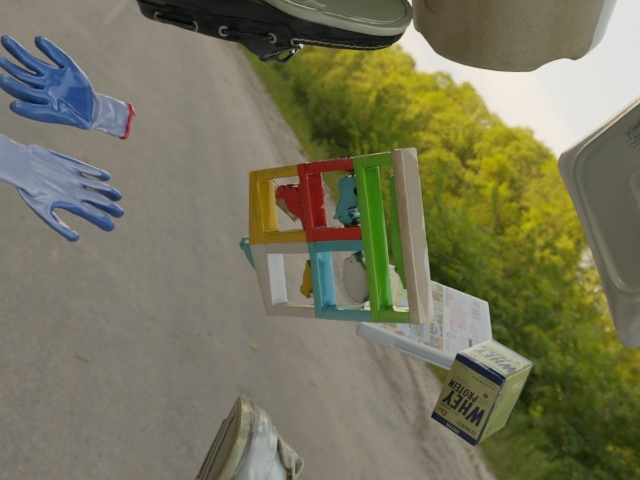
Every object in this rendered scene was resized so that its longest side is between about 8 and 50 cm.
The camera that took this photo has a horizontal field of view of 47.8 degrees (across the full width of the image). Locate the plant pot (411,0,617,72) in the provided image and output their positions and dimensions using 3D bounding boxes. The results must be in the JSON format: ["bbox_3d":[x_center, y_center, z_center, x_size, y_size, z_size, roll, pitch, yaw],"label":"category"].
[{"bbox_3d":[0.209,-0.361,0.744,0.334,0.334,0.305,53,-22,40],"label":"plant pot"}]

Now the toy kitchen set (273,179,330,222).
[{"bbox_3d":[-0.035,-0.076,1.097,0.083,0.075,0.068,50,2,30],"label":"toy kitchen set"}]

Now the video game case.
[{"bbox_3d":[0.165,0.119,1.115,0.206,0.026,0.227,21,25,1],"label":"video game case"}]

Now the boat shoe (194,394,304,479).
[{"bbox_3d":[-0.070,0.244,0.780,0.103,0.113,0.302,26,-19,-2],"label":"boat shoe"}]

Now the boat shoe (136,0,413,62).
[{"bbox_3d":[-0.067,-0.261,0.826,0.340,0.113,0.127,13,48,4],"label":"boat shoe"}]

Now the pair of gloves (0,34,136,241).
[{"bbox_3d":[-0.250,-0.098,0.697,0.159,0.023,0.198,26,54,-45],"label":"pair of gloves"}]

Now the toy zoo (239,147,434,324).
[{"bbox_3d":[0.000,0.000,0.874,0.030,0.293,0.192,-12,97,-46],"label":"toy zoo"}]

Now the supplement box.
[{"bbox_3d":[0.173,0.160,0.769,0.056,0.083,0.083,30,22,32],"label":"supplement box"}]

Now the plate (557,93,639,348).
[{"bbox_3d":[0.385,-0.058,0.790,0.045,0.277,0.278,8,57,-28],"label":"plate"}]
